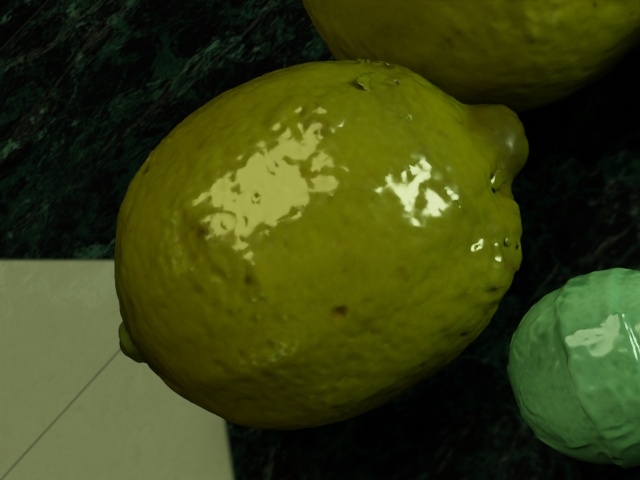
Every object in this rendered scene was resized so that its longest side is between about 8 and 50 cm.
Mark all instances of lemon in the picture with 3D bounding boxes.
[{"bbox_3d":[0.122,-0.225,0.918,0.285,0.316,0.285,2,64,-4],"label":"lemon"},{"bbox_3d":[0.000,0.000,0.859,0.319,0.245,0.245,-29,40,7],"label":"lemon"}]

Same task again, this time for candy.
[{"bbox_3d":[0.316,0.026,0.686,0.439,0.119,0.119,-19,44,18],"label":"candy"}]
